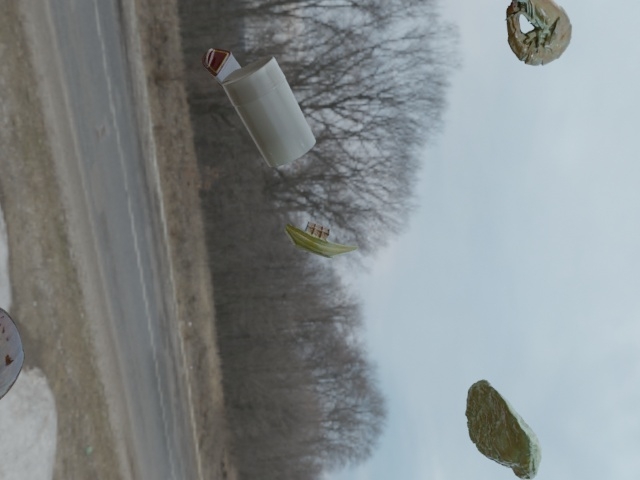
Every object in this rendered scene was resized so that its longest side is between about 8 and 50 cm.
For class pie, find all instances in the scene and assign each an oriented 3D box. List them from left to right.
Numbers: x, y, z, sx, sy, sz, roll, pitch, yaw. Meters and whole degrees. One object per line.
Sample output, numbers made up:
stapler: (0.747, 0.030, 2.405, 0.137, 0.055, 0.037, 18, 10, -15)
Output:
pie: (0.471, 0.488, 1.711, 0.274, 0.106, 0.257, 37, -35, 63)

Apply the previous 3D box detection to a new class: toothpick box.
toothpick box: (-0.095, -0.242, 1.233, 0.180, 0.111, 0.111, 61, 7, -24)

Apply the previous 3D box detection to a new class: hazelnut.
hazelnut: (-0.686, 0.212, 1.260, 0.234, 0.218, 0.218, 45, 6, -13)

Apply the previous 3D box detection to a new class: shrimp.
shrimp: (0.320, -0.346, 1.019, 0.180, 0.099, 0.041, 40, 15, -27)

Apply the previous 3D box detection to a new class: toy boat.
toy boat: (0.000, 0.000, 1.495, 0.065, 0.172, 0.066, 123, -13, -81)

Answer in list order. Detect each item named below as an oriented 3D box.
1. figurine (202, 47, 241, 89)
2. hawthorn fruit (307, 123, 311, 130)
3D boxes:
figurine: (-0.291, -0.494, 1.850, 0.082, 0.098, 0.154, -57, 161, -3)
hawthorn fruit: (-0.057, -0.273, 1.656, 0.077, 0.077, 0.077, 178, -90, -85)
